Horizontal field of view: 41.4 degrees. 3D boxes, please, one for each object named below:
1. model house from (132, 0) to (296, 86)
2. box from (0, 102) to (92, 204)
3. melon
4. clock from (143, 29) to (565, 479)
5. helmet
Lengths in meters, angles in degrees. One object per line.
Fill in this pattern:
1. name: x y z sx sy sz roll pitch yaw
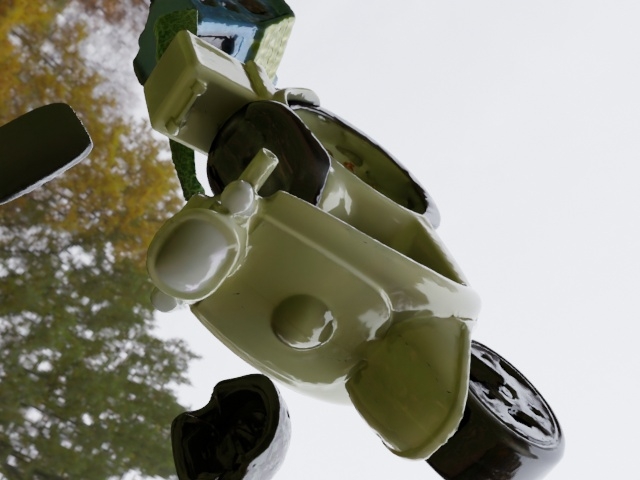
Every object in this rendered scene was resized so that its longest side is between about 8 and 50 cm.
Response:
1. model house: -0.200 -0.388 1.708 0.216 0.303 0.237 54 -47 31
2. box: -0.499 -0.147 1.443 0.212 0.042 0.201 -32 -134 -8
3. melon: -0.164 -0.145 0.987 0.053 0.114 0.262 -2 -116 -13
4. clock: 0.000 0.000 0.593 0.120 0.276 0.379 -53 -150 19
5. helmet: -0.104 0.272 1.125 0.176 0.107 0.153 -36 -143 2
